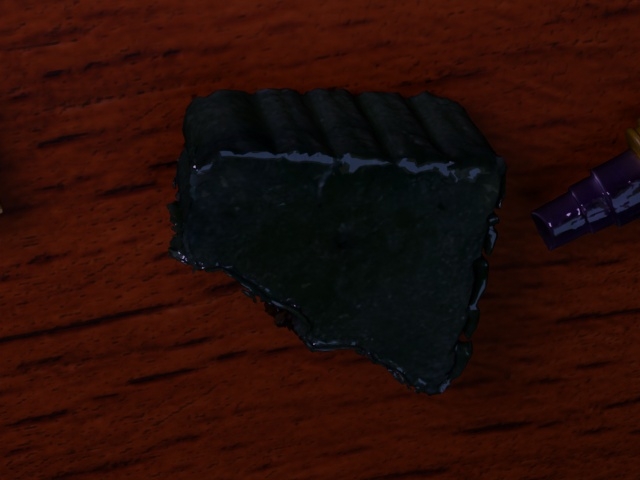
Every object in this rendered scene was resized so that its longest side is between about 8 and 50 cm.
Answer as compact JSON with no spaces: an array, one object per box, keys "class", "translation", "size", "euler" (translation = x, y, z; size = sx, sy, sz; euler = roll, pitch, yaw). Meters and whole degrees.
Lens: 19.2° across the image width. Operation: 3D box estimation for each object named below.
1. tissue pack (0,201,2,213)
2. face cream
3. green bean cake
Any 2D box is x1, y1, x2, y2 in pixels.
[{"class":"tissue pack","translation":[-0.260,-0.081,1.093],"size":[0.095,0.062,0.176],"euler":[-20,128,-3]},{"class":"face cream","translation":[0.268,-0.066,1.255],"size":[0.273,0.078,0.078],"euler":[-26,127,2]},{"class":"green bean cake","translation":[0.000,0.000,1.203],"size":[0.208,0.107,0.193],"euler":[1,127,-16]}]
